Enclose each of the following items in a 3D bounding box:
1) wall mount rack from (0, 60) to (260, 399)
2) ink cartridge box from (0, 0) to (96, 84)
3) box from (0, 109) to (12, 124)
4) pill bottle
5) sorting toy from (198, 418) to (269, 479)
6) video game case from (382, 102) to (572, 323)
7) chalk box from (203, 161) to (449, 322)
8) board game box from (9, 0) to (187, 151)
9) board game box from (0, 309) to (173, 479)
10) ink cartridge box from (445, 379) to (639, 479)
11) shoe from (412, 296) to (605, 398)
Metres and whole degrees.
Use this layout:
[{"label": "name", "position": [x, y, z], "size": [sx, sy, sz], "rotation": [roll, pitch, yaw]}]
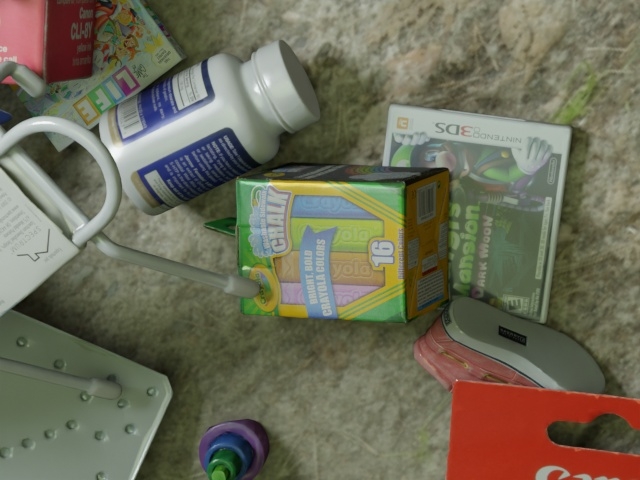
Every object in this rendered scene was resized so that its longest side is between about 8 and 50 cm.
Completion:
[{"label": "wall mount rack", "position": [-0.244, 0.018, 1.672], "size": [0.304, 0.130, 0.350], "rotation": [47, 125, -10]}, {"label": "ink cartridge box", "position": [-0.347, -0.344, 1.711], "size": [0.279, 0.160, 0.385], "rotation": [6, 99, 11]}, {"label": "box", "position": [-0.401, -0.094, 1.748], "size": [0.225, 0.136, 0.036], "rotation": [-21, 56, 45]}, {"label": "pill bottle", "position": [-0.100, -0.109, 1.758], "size": [0.186, 0.112, 0.112], "rotation": [-25, 96, 12]}, {"label": "sorting toy", "position": [-0.026, 0.349, 1.828], "size": [0.127, 0.126, 0.365], "rotation": [-24, 97, 12]}, {"label": "video game case", "position": [0.140, -0.025, 1.784], "size": [0.173, 0.022, 0.190], "rotation": [8, 102, 7]}, {"label": "chalk box", "position": [0.000, 0.000, 1.741], "size": [0.213, 0.132, 0.132], "rotation": [2, 99, 22]}, {"label": "board game box", "position": [-0.219, -0.171, 1.807], "size": [0.154, 0.026, 0.103], "rotation": [-36, 94, 13]}, {"label": "board game box", "position": [-0.392, 0.234, 1.788], "size": [0.390, 0.050, 0.390], "rotation": [25, 88, -19]}, {"label": "ink cartridge box", "position": [0.256, 0.336, 1.776], "size": [0.308, 0.091, 0.385], "rotation": [6, 111, 8]}, {"label": "shoe", "position": [0.177, 0.117, 1.790], "size": [0.178, 0.063, 0.081], "rotation": [25, 138, -16]}]
